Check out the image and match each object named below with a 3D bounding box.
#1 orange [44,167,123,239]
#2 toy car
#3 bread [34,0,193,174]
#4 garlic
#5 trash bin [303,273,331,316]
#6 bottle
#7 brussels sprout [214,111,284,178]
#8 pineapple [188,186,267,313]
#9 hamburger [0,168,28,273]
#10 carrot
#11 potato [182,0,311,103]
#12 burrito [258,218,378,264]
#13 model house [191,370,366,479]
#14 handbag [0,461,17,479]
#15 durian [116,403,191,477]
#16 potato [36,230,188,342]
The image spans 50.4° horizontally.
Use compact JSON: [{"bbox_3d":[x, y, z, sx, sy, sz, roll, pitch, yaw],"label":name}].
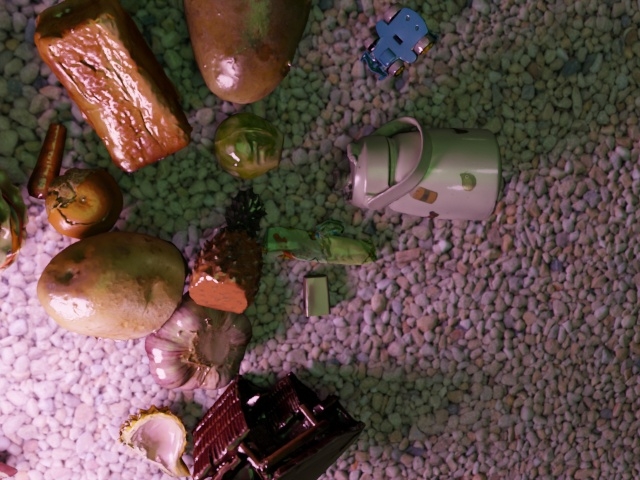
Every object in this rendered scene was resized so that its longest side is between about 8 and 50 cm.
[{"bbox_3d":[-0.487,-0.076,1.399,0.157,0.134,0.156,4,75,-17],"label":"orange"},{"bbox_3d":[0.178,-0.438,1.529,0.126,0.098,0.161,48,117,10],"label":"toy car"},{"bbox_3d":[-0.401,-0.309,1.337,0.195,0.148,0.344,-22,128,5],"label":"bread"},{"bbox_3d":[-0.276,0.219,1.492,0.245,0.161,0.244,-8,102,-42],"label":"garlic"},{"bbox_3d":[-0.010,0.128,1.597,0.061,0.043,0.092,-3,97,-13],"label":"trash bin"},{"bbox_3d":[0.207,-0.160,1.516,0.352,0.229,0.229,3,99,-6],"label":"bottle"},{"bbox_3d":[-0.154,-0.202,1.465,0.155,0.117,0.155,0,95,-4],"label":"brussels sprout"},{"bbox_3d":[-0.185,0.011,1.451,0.158,0.158,0.278,22,51,-16],"label":"pineapple"},{"bbox_3d":[-0.708,-0.029,1.312,0.275,0.212,0.274,-1,95,-6],"label":"hamburger"},{"bbox_3d":[-0.563,-0.163,1.411,0.055,0.055,0.161,17,89,-16],"label":"carrot"},{"bbox_3d":[-0.141,-0.461,1.377,0.270,0.219,0.359,-4,108,-3],"label":"potato"},{"bbox_3d":[0.000,0.000,1.572,0.288,0.054,0.104,8,96,-13],"label":"burrito"},{"bbox_3d":[-0.126,0.416,1.518,0.317,0.297,0.282,-47,62,3],"label":"model house"},{"bbox_3d":[-0.794,0.514,1.431,0.213,0.127,0.235,38,92,-18],"label":"handbag"},{"bbox_3d":[-0.364,0.458,1.555,0.140,0.078,0.224,-36,117,-18],"label":"durian"},{"bbox_3d":[-0.433,0.087,1.359,0.286,0.242,0.242,-11,103,16],"label":"potato"}]
